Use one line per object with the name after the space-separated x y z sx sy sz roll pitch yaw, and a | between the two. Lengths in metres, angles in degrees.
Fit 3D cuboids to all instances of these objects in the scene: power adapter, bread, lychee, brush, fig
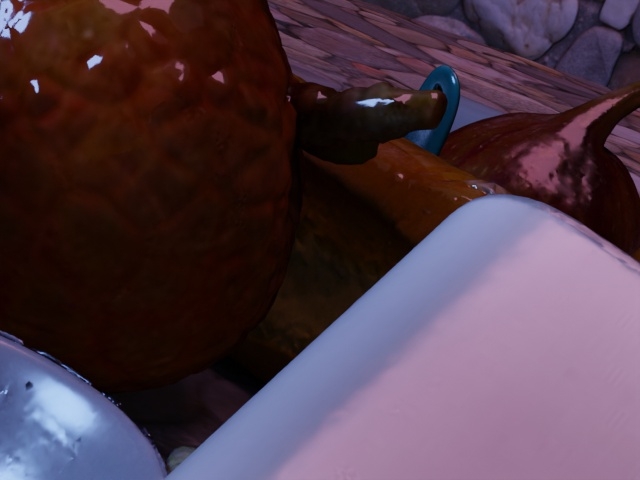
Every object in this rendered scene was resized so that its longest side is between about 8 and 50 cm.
0.067 0.095 0.496 0.187 0.124 0.255 36 50 15 | power adapter
0.000 0.000 0.973 0.288 0.152 0.119 33 12 37 | bread
-0.097 -0.051 0.824 0.300 0.255 0.255 -18 16 2 | lychee
0.031 -0.023 1.044 0.032 0.193 0.043 -3 45 -31 | brush
0.140 -0.024 1.154 0.175 0.207 0.175 24 19 -9 | fig

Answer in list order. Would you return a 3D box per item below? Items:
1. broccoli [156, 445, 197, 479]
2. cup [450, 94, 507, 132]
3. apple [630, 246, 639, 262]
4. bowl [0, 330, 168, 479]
0.007 0.139 0.577 0.118 0.122 0.204 -9 33 6 | broccoli
0.143 -0.046 1.486 0.129 0.095 0.128 30 -20 41 | cup
0.229 0.068 1.002 0.160 0.173 0.195 22 10 -4 | apple
-0.147 0.086 0.557 0.189 0.086 0.189 19 15 -5 | bowl
